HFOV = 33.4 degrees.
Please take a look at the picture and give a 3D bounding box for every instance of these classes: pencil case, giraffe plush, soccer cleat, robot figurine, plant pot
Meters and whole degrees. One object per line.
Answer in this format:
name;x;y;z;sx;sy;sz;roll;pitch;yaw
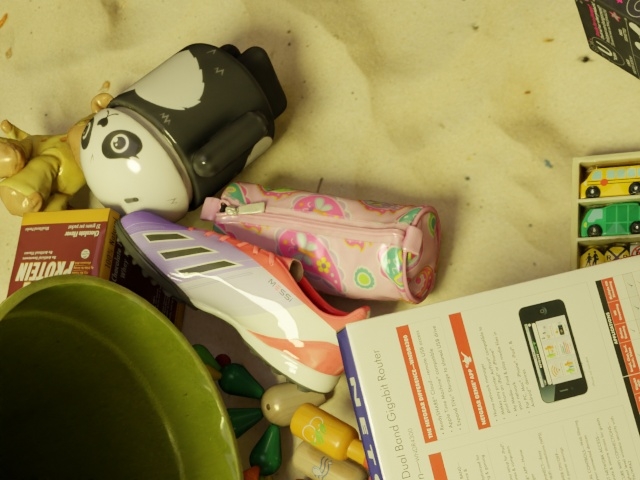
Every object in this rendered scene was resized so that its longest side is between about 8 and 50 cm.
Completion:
pencil case;0.000;0.000;1.267;0.284;0.124;0.124;10;75;27
giraffe plush;-0.336;-0.108;1.462;0.170;0.181;0.210;-22;28;5
soccer cleat;-0.090;0.043;1.220;0.318;0.108;0.116;35;101;11
robot figurine;-0.171;-0.139;1.338;0.173;0.209;0.278;47;63;2
plant pot;-0.329;0.265;1.086;0.353;0.366;0.366;-24;62;28

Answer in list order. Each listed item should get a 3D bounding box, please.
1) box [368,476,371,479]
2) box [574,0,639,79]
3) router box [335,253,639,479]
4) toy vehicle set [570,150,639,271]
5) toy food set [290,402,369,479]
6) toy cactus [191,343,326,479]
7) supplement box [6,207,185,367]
box;0.118;0.288;1.099;0.128;0.122;0.257;15;78;28
box;0.410;-0.307;1.168;0.142;0.163;0.247;39;89;29
router box;0.200;0.207;0.996;0.301;0.082;0.335;-12;82;-8
toy vehicle set;0.403;-0.018;1.135;0.267;0.035;0.166;-4;70;24
toy food set;-0.016;0.307;1.160;0.104;0.111;0.232;25;82;30
toy cactus;-0.080;0.214;1.249;0.180;0.112;0.219;-21;59;-5
supplement box;-0.274;0.084;1.317;0.129;0.194;0.191;-2;70;24
